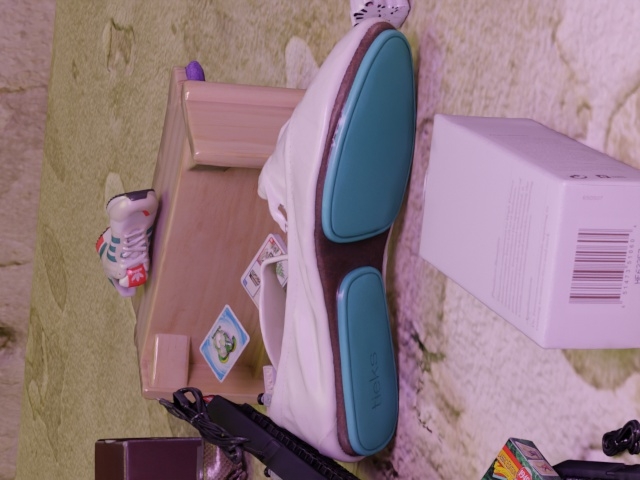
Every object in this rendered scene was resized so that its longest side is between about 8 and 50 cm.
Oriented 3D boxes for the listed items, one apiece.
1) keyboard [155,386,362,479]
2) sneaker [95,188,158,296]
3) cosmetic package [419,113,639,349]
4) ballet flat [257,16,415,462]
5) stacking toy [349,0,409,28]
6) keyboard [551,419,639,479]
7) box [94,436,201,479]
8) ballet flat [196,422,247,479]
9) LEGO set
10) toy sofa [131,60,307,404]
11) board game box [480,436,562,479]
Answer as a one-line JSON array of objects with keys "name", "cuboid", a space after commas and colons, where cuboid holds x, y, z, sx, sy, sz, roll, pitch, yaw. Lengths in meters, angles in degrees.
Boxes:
[{"name": "keyboard", "cuboid": [-0.030, 0.192, 1.519, 0.317, 0.201, 0.033, 24, 89, 63]}, {"name": "sneaker", "cuboid": [-0.198, 0.006, 1.810, 0.075, 0.057, 0.161, 69, 155, 19]}, {"name": "cosmetic package", "cuboid": [0.150, -0.012, 1.189, 0.231, 0.085, 0.117, -135, 49, -67]}, {"name": "ballet flat", "cuboid": [0.000, 0.000, 1.514, 0.139, 0.139, 0.400, -148, 58, -68]}, {"name": "stacking toy", "cuboid": [0.063, -0.314, 1.500, 0.221, 0.052, 0.167, 119, 146, -53]}, {"name": "keyboard", "cuboid": [0.199, 0.173, 1.132, 0.180, 0.023, 0.108, 165, 105, -70]}, {"name": "box", "cuboid": [-0.199, 0.435, 2.116, 0.191, 0.143, 0.381, 163, 105, -71]}, {"name": "ballet flat", "cuboid": [-0.114, 0.187, 2.015, 0.084, 0.058, 0.249, 78, -168, -73]}, {"name": "LEGO set", "cuboid": [-0.042, 0.136, 1.743, 0.182, 0.060, 0.244, 55, 132, 26]}, {"name": "toy sofa", "cuboid": [-0.102, -0.007, 1.824, 0.177, 0.150, 0.362, -104, 23, -49]}, {"name": "board game box", "cuboid": [0.159, 0.261, 1.117, 0.136, 0.030, 0.259, -58, 38, 17]}]
